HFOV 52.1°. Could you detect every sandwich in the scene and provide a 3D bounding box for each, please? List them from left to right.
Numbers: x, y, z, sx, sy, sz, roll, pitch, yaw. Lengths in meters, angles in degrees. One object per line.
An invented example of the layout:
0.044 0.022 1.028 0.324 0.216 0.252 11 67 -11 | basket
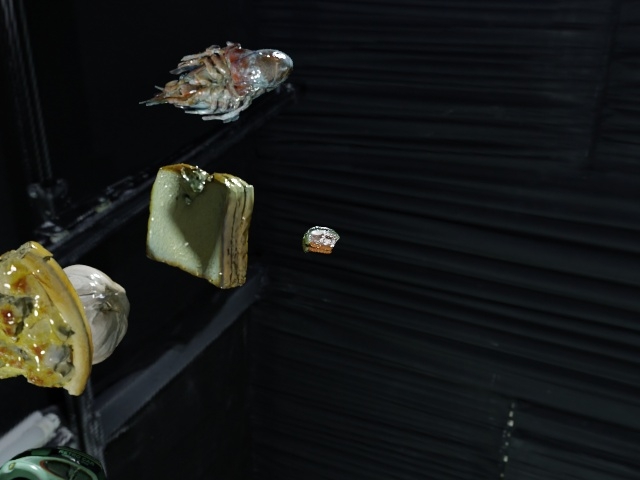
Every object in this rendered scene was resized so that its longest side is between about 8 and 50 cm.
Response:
-0.282 -0.044 1.507 0.095 0.273 0.249 -8 -71 -52 | sandwich
0.001 -0.003 1.544 0.026 0.101 0.069 -57 39 43 | sandwich

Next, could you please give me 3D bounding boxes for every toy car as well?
-0.466 0.479 1.258 0.125 0.306 0.136 -65 8 -12 | toy car

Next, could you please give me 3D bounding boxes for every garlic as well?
-0.519 0.160 1.475 0.228 0.152 0.228 -20 -90 -84 | garlic

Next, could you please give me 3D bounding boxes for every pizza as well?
-0.493 0.142 1.066 0.089 0.223 0.323 -87 -3 -55 | pizza

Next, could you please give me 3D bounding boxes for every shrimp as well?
-0.133 -0.184 0.789 0.079 0.233 0.090 -32 -68 -56 | shrimp
